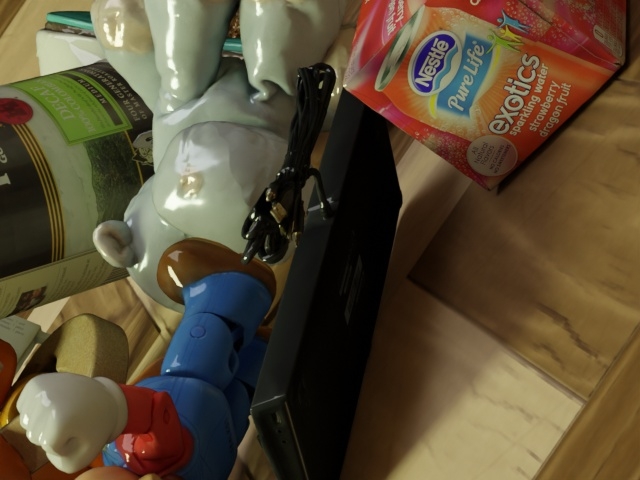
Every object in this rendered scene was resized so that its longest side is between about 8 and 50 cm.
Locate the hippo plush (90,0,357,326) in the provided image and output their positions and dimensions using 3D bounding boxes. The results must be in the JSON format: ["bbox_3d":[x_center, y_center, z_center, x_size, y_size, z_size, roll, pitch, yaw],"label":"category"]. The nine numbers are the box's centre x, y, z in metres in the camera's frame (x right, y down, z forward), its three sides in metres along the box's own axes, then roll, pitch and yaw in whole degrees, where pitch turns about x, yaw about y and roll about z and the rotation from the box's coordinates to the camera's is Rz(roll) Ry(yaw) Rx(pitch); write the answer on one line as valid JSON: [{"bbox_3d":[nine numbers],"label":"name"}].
[{"bbox_3d":[-0.099,-0.071,1.422,0.294,0.234,0.236,-40,21,44],"label":"hippo plush"}]

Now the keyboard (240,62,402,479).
[{"bbox_3d":[0.000,0.000,1.115,0.033,0.201,0.317,-3,39,14],"label":"keyboard"}]

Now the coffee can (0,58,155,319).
[{"bbox_3d":[-0.272,-0.036,1.623,0.275,0.201,0.201,-19,-12,-40],"label":"coffee can"}]

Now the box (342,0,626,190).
[{"bbox_3d":[0.112,-0.170,1.194,0.128,0.123,0.257,-45,19,33],"label":"box"}]

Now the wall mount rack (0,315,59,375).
[{"bbox_3d":[-0.355,0.097,1.766,0.304,0.350,0.130,-64,-5,-52],"label":"wall mount rack"}]

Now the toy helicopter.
[{"bbox_3d":[-0.218,0.216,1.470,0.235,0.140,0.355,-27,42,44],"label":"toy helicopter"}]

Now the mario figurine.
[{"bbox_3d":[-0.129,0.138,1.181,0.170,0.198,0.320,-29,24,34],"label":"mario figurine"}]

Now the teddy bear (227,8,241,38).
[{"bbox_3d":[-0.090,-0.168,1.879,0.245,0.113,0.338,-38,30,64],"label":"teddy bear"}]

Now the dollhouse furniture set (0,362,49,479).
[{"bbox_3d":[-0.260,0.211,1.253,0.135,0.259,0.262,-37,4,44],"label":"dollhouse furniture set"}]

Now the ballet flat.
[{"bbox_3d":[-0.116,-0.135,1.711,0.400,0.139,0.139,12,65,42],"label":"ballet flat"}]
